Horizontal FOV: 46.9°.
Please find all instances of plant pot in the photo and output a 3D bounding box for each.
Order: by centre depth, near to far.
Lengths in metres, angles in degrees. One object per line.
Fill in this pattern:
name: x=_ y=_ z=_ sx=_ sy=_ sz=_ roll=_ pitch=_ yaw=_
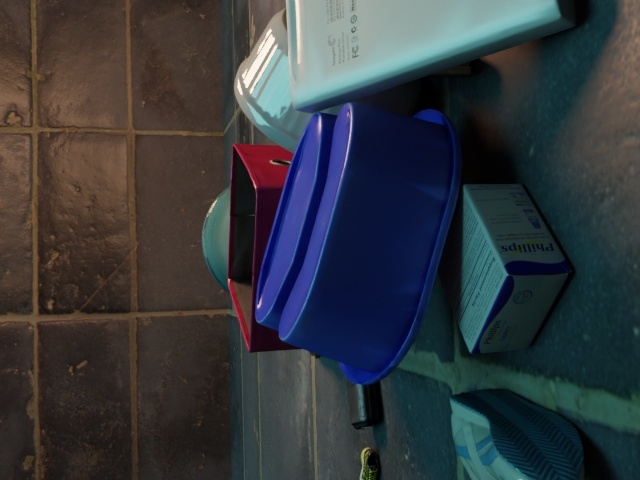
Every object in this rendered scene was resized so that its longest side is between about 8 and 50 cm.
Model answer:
plant pot: x=-0.067 y=-0.009 z=1.438 sx=0.255 sy=0.272 sz=0.271 roll=169 pitch=99 yaw=-66

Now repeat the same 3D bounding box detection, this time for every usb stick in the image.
usb stick: x=0.066 y=0.197 z=1.328 sx=0.077 sy=0.045 sz=0.278 roll=124 pitch=143 yaw=-67

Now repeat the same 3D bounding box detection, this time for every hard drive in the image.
hard drive: x=0.099 y=-0.296 z=0.816 sx=0.353 sy=0.047 sz=0.233 roll=-9 pitch=81 yaw=44

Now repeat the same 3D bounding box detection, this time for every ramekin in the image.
ramekin: x=0.021 y=-0.233 z=1.065 sx=0.273 sy=0.273 sz=0.127 roll=-105 pitch=32 yaw=-43

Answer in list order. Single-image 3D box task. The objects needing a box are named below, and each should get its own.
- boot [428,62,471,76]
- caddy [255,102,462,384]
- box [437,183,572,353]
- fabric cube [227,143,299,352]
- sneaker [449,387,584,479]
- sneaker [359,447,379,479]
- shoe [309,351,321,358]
boot: x=0.143 y=-0.304 z=0.944 sx=0.213 sy=0.077 sz=0.165 roll=-118 pitch=33 yaw=-59
caddy: x=0.055 y=-0.002 z=0.880 sx=0.241 sy=0.179 sz=0.341 roll=-166 pitch=91 yaw=-70
box: x=0.188 y=0.029 z=0.789 sx=0.126 sy=0.072 sz=0.137 roll=101 pitch=162 yaw=-44
fabric cube: x=0.000 y=0.000 z=1.152 sx=0.254 sy=0.258 sz=0.259 roll=-121 pitch=33 yaw=-64
sneaker: x=0.201 y=0.223 z=0.754 sx=0.229 sy=0.087 sz=0.092 roll=-152 pitch=55 yaw=-81
sneaker: x=0.087 y=0.406 z=1.291 sx=0.035 sy=0.031 sz=0.083 roll=133 pitch=134 yaw=-69
shoe: x=-0.010 y=0.213 z=1.624 sx=0.076 sy=0.058 sz=0.219 roll=59 pitch=172 yaw=-7
